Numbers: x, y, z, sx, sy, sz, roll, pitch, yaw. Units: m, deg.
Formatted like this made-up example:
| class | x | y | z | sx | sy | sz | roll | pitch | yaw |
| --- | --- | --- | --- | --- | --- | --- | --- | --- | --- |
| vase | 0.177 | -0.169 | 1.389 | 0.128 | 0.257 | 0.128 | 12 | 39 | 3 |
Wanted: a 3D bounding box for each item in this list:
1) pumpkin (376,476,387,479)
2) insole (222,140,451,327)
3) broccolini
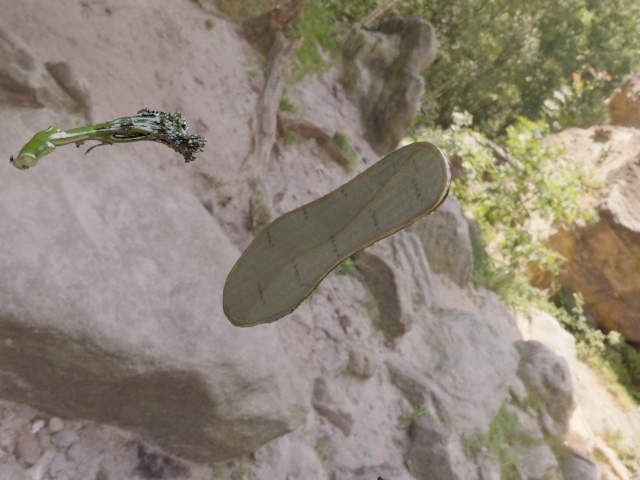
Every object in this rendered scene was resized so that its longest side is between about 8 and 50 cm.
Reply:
| class | x | y | z | sx | sy | sz | roll | pitch | yaw |
| --- | --- | --- | --- | --- | --- | --- | --- | --- | --- |
| pumpkin | 0.131 | 0.323 | 0.499 | 0.278 | 0.111 | 0.163 | 17 | 13 | 24 |
| insole | 0.000 | 0.000 | 0.726 | 0.009 | 0.348 | 0.119 | 14 | 51 | -51 |
| broccolini | -0.220 | -0.103 | 0.699 | 0.271 | 0.123 | 0.062 | -43 | 136 | -64 |
